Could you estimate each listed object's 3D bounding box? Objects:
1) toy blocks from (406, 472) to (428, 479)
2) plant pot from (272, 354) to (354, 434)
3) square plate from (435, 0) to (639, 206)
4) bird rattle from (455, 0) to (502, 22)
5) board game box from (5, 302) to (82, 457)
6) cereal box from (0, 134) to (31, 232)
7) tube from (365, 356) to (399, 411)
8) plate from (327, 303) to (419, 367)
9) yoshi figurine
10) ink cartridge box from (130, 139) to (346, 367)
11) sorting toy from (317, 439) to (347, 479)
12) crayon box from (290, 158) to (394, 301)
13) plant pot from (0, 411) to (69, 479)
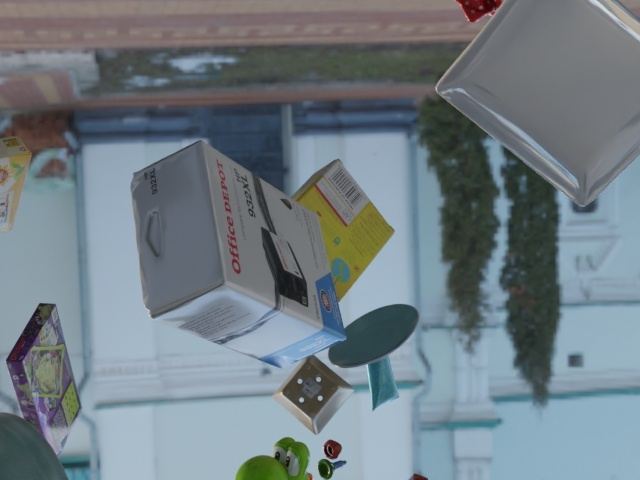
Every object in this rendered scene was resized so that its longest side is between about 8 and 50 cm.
[{"bbox_3d":[0.281,0.674,2.289,0.381,0.261,0.191,37,-158,-5],"label":"toy blocks"},{"bbox_3d":[-0.016,0.266,1.773,0.109,0.109,0.096,39,173,10],"label":"plant pot"},{"bbox_3d":[0.416,-0.266,1.687,0.049,0.344,0.347,-52,180,-44],"label":"square plate"},{"bbox_3d":[0.322,-0.504,1.756,0.253,0.207,0.143,-17,-179,41],"label":"bird rattle"},{"bbox_3d":[-0.650,0.345,2.399,0.056,0.347,0.208,1,-145,5],"label":"board game box"},{"bbox_3d":[-0.545,-0.059,1.445,0.240,0.047,0.173,-16,149,-40],"label":"cereal box"},{"bbox_3d":[0.135,0.295,2.332,0.080,0.207,0.052,-22,-153,-20],"label":"tube"},{"bbox_3d":[0.101,0.182,1.866,0.188,0.024,0.188,-24,-158,10],"label":"plate"},{"bbox_3d":[-0.118,0.579,2.039,0.203,0.362,0.203,9,180,7],"label":"yoshi figurine"},{"bbox_3d":[-0.111,0.028,1.422,0.129,0.223,0.307,-25,150,23],"label":"ink cartridge box"},{"bbox_3d":[0.032,0.523,2.412,0.042,0.102,0.061,-5,-155,-44],"label":"sorting toy"},{"bbox_3d":[0.000,0.000,1.999,0.081,0.202,0.318,-30,-168,41],"label":"crayon box"},{"bbox_3d":[-0.477,0.386,1.306,0.293,0.293,0.196,2,-174,41],"label":"plant pot"}]
